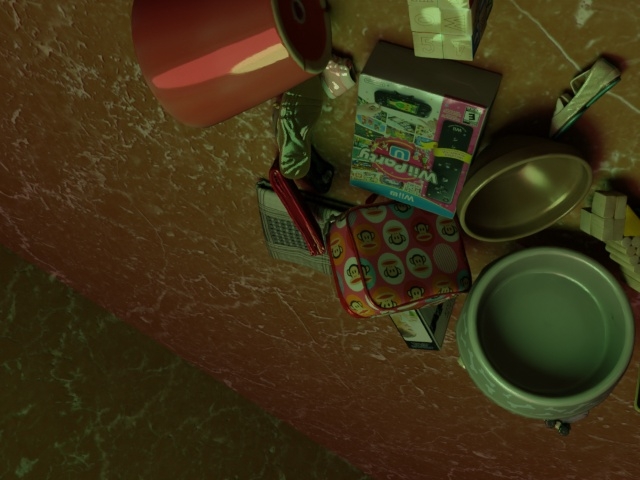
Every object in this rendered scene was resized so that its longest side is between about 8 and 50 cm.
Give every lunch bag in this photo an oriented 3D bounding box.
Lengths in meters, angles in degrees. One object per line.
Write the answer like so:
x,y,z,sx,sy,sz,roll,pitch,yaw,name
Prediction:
0.156,0.014,1.432,0.293,0.258,0.120,-6,166,-33,lunch bag

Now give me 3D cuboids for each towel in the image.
0.000,0.000,1.744,0.324,0.056,0.312,16,147,13,towel
-0.051,-0.076,1.475,0.199,0.031,0.275,61,-176,-10,towel

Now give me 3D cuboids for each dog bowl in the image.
0.439,0.169,1.373,0.349,0.348,0.102,17,167,13,dog bowl

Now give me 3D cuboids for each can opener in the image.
-0.030,-0.173,1.507,0.073,0.059,0.186,1,141,35,can opener

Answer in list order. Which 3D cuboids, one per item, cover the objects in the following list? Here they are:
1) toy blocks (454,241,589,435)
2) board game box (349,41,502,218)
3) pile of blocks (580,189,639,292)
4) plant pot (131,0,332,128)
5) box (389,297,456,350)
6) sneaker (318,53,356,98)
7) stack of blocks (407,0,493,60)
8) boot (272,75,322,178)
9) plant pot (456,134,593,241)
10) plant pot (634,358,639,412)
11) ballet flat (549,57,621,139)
0.469,0.187,1.515,0.289,0.309,0.260,32,106,4,toy blocks
0.180,-0.194,1.298,0.224,0.097,0.303,19,149,11,board game box
0.615,0.023,1.328,0.362,0.149,0.112,50,-175,-19,pile of blocks
-0.131,-0.343,1.162,0.243,0.275,0.275,-8,136,29,plant pot
0.218,0.109,1.648,0.087,0.169,0.290,0,139,32,box
0.016,-0.323,1.270,0.070,0.051,0.134,-20,121,32,sneaker
0.172,-0.408,0.918,0.087,0.171,0.297,11,146,22,stack of blocks
-0.050,-0.246,1.340,0.077,0.165,0.213,2,124,-10,boot
0.345,-0.110,1.248,0.237,0.109,0.237,-11,146,-7,plant pot
0.802,0.302,1.505,0.212,0.212,0.187,4,156,30,plant pot
0.415,-0.229,1.137,0.052,0.057,0.168,52,146,10,ballet flat
